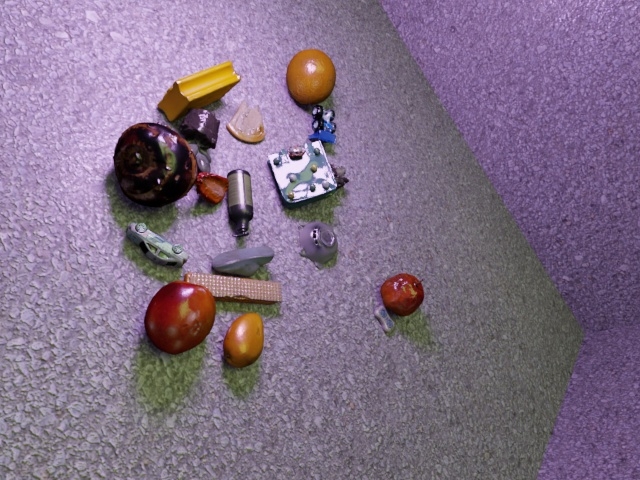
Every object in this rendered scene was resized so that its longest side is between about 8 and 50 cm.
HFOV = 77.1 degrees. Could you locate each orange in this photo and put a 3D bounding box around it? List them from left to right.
[{"bbox_3d":[-0.049,-0.842,2.080,0.274,0.274,0.274,17,60,-31],"label":"orange"}]

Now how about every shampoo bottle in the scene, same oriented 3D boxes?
[{"bbox_3d":[-0.326,-0.148,1.643,0.101,0.101,0.283,6,66,-36],"label":"shampoo bottle"}]

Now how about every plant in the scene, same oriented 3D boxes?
[{"bbox_3d":[-0.493,-0.378,1.599,0.149,0.147,0.274,31,62,-61],"label":"plant"},{"bbox_3d":[0.048,-0.295,1.983,0.142,0.131,0.203,46,48,-7],"label":"plant"}]

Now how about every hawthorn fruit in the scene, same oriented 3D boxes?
[{"bbox_3d":[0.419,0.242,1.940,0.208,0.243,0.207,25,42,-25],"label":"hawthorn fruit"}]

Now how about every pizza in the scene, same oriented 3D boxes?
[{"bbox_3d":[-0.330,-0.560,1.882,0.181,0.034,0.261,27,55,-25],"label":"pizza"}]

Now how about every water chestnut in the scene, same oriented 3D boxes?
[{"bbox_3d":[-0.573,-0.264,1.427,0.300,0.300,0.299,17,60,-31],"label":"water chestnut"}]

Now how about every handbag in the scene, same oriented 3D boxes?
[{"bbox_3d":[-0.083,-0.305,1.830,0.269,0.100,0.274,-17,81,-8],"label":"handbag"}]

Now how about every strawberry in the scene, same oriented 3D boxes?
[{"bbox_3d":[-0.432,-0.216,1.560,0.082,0.188,0.121,24,80,20],"label":"strawberry"}]

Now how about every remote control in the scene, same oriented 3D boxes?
[{"bbox_3d":[0.309,0.377,1.931,0.074,0.032,0.122,-32,91,-43],"label":"remote control"}]

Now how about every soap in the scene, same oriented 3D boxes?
[{"bbox_3d":[-0.499,-0.622,1.671,0.096,0.204,0.324,57,48,-15],"label":"soap"}]

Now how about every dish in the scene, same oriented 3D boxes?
[{"bbox_3d":[0.000,0.000,1.835,0.228,0.086,0.236,-15,79,-41],"label":"dish"}]

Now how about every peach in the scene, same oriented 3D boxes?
[{"bbox_3d":[-0.449,0.248,1.300,0.243,0.200,0.243,-39,136,-50],"label":"peach"}]

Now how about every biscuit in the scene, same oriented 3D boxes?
[{"bbox_3d":[-0.325,0.184,1.518,0.379,0.054,0.094,10,62,-34],"label":"biscuit"}]

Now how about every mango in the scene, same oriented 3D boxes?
[{"bbox_3d":[-0.270,0.351,1.451,0.145,0.112,0.219,36,40,-18],"label":"mango"}]

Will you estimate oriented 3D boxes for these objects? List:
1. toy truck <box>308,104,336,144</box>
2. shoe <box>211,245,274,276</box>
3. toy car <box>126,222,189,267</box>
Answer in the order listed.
[{"bbox_3d":[0.005,-0.590,2.095,0.113,0.126,0.208,8,69,-36],"label":"toy truck"},{"bbox_3d":[-0.297,0.091,1.567,0.251,0.103,0.100,-13,121,-28],"label":"shoe"},{"bbox_3d":[-0.567,0.024,1.384,0.224,0.090,0.076,34,58,-20],"label":"toy car"}]
